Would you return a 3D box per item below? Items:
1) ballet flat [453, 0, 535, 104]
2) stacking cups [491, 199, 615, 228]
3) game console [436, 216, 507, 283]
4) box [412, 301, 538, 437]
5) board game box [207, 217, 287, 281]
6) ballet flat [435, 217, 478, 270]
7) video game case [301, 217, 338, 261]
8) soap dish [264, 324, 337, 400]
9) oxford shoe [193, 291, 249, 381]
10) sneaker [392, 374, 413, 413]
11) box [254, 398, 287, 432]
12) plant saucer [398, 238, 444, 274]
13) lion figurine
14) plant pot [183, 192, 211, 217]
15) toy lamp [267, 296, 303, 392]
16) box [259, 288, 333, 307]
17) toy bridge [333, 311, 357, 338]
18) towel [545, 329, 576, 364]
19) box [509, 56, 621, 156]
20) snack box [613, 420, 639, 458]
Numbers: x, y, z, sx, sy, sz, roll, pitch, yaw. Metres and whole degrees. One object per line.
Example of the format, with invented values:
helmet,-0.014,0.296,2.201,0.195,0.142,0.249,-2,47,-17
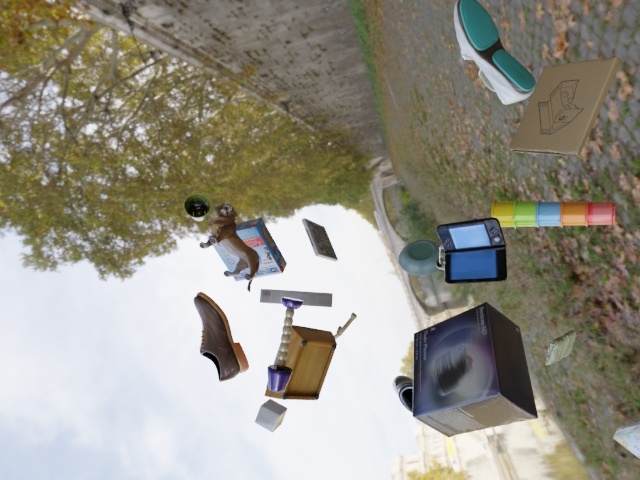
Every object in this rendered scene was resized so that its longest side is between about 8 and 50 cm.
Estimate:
ballet flat,0.560,-0.628,1.378,0.400,0.139,0.139,54,-168,3
stacking cups,0.684,-0.087,1.206,0.096,0.316,0.096,3,-94,-55
game console,0.297,0.022,0.802,0.107,0.122,0.071,60,-139,-27
box,0.444,0.390,1.223,0.182,0.294,0.296,36,-139,-21
board game box,-0.375,0.055,2.102,0.302,0.308,0.086,64,-151,-28
ballet flat,0.364,0.015,1.099,0.213,0.068,0.072,96,-171,-52
video game case,0.000,0.000,1.710,0.190,0.022,0.173,21,-137,-62
soap dish,-0.069,0.489,1.591,0.229,0.118,0.291,20,-91,-38
oxford shoe,-0.416,0.365,1.562,0.364,0.132,0.130,56,146,15
sneaker,0.397,0.577,1.444,0.153,0.282,0.099,48,-118,-83
box,-0.220,0.780,1.810,0.087,0.102,0.101,-70,-18,2
plant saucer,0.402,0.052,1.605,0.195,0.194,0.037,-95,-14,-48
lion figurine,-0.385,0.027,1.839,0.392,0.142,0.240,56,-148,-11
plant pot,-0.387,-0.097,1.283,0.079,0.083,0.083,127,129,-69
toy lamp,-0.107,0.311,1.216,0.080,0.080,0.275,27,-106,-72
box,-0.107,0.255,1.802,0.063,0.323,0.067,99,174,-85
toy bridge,0.082,0.384,1.721,0.026,0.188,0.063,43,-167,-1
towel,0.872,0.391,1.467,0.027,0.110,0.148,52,161,49
box,0.517,-0.283,0.869,0.021,0.201,0.164,18,-173,-27
snack box,0.733,0.443,0.880,0.100,0.037,0.141,41,153,24
